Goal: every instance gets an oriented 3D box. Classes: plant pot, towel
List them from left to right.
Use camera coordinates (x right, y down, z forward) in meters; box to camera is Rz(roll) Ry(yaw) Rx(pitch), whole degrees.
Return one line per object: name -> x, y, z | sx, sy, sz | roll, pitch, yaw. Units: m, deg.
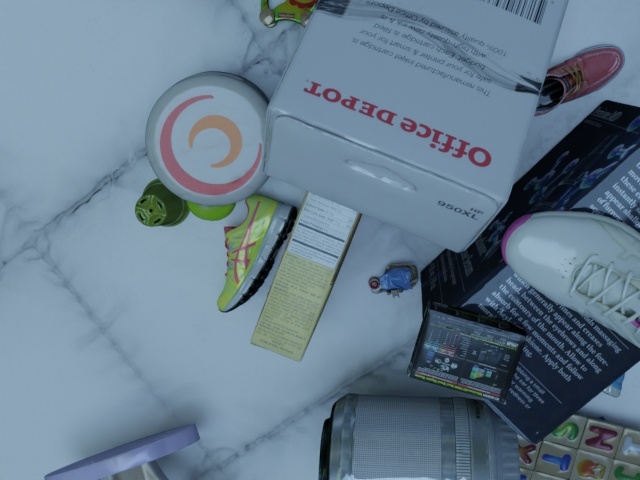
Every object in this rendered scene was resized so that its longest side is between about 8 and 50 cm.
plant pot -> -0.258, -0.054, 1.182 | 0.083, 0.079, 0.083 | 2, 103, 8
towel -> 0.465, 0.449, 1.235 | 0.209, 0.034, 0.285 | -38, 94, 16

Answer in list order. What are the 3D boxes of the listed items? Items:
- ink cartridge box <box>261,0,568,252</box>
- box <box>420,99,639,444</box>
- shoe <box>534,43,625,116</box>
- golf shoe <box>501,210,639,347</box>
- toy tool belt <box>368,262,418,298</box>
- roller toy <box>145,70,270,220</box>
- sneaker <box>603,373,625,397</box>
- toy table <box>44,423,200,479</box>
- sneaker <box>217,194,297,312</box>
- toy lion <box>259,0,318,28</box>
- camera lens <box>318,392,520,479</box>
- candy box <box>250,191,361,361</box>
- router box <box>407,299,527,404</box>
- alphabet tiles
ink cartridge box -> 0.127, -0.224, 0.946 | 0.286, 0.166, 0.394 | 22, 66, 2
box -> 0.346, 0.026, 1.015 | 0.212, 0.293, 0.395 | 44, 104, -5
shoe -> 0.355, -0.225, 1.063 | 0.178, 0.081, 0.063 | -24, 99, 12
golf shoe -> 0.345, 0.058, 0.800 | 0.306, 0.140, 0.115 | 23, 107, 3
toy tool belt -> 0.115, 0.065, 1.177 | 0.083, 0.051, 0.052 | -14, 101, 10
roller toy -> -0.155, -0.157, 1.111 | 0.209, 0.146, 0.191 | -43, 104, 8
sneaker -> 0.415, 0.186, 1.151 | 0.162, 0.063, 0.073 | 23, 92, -33
toy table -> -0.313, 0.424, 1.232 | 0.274, 0.252, 0.160 | -21, 84, 24
sneaker -> -0.121, 0.018, 1.189 | 0.094, 0.081, 0.208 | 30, 99, 7
toy lion -> -0.038, -0.366, 1.108 | 0.100, 0.034, 0.096 | 5, 97, 6
camera lens -> 0.141, 0.340, 1.094 | 0.275, 0.219, 0.219 | 1, 103, 7
candy box -> 0.000, 0.000, 1.109 | 0.088, 0.183, 0.316 | 21, 105, 1
router box -> 0.175, 0.133, 0.891 | 0.123, 0.038, 0.092 | 16, 105, 4
alphabet tiles -> 0.454, 0.428, 1.209 | 0.343, 0.011, 0.285 | 13, 105, 7
